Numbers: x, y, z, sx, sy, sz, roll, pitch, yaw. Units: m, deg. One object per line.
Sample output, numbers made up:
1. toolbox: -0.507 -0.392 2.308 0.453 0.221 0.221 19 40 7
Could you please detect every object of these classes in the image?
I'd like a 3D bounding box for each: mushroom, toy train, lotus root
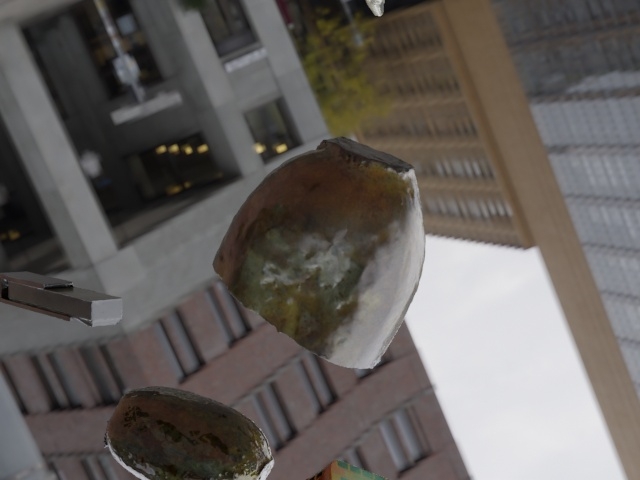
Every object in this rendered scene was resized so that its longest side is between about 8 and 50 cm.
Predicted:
1. mushroom: 0.099 -0.463 2.319 0.054 0.059 0.202 13 179 8
2. toy train: 0.056 0.393 1.848 0.072 0.188 0.099 -39 -143 37
3. lotus root: -0.211 0.328 2.000 0.274 0.160 0.152 19 179 12
4. lotus root: 0.015 -0.003 1.649 0.260 0.267 0.149 -59 160 18

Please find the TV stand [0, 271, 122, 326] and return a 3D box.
1. TV stand: -0.350 0.076 1.656 0.049 0.040 0.256 -3 -173 -41
